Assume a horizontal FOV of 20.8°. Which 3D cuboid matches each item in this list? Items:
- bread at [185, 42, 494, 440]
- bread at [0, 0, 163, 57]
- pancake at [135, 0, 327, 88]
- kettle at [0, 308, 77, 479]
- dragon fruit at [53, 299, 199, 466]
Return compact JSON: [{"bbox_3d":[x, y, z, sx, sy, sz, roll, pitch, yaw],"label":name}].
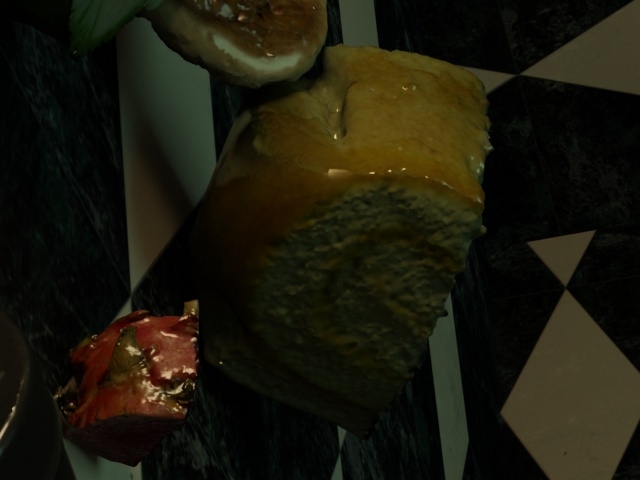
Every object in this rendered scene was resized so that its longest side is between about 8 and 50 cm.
[{"bbox_3d":[-0.007,0.005,1.737,0.239,0.264,0.395,-90,-162,-47],"label":"bread"},{"bbox_3d":[-0.163,-0.316,1.363,0.382,0.129,0.366,97,19,-68],"label":"bread"},{"bbox_3d":[-0.107,-0.263,1.643,0.282,0.049,0.282,23,43,-23],"label":"pancake"},{"bbox_3d":[-0.219,0.236,0.810,0.321,0.228,0.324,-51,137,-43],"label":"kettle"},{"bbox_3d":[-0.161,0.111,1.376,0.147,0.096,0.102,-51,-154,46],"label":"dragon fruit"}]
